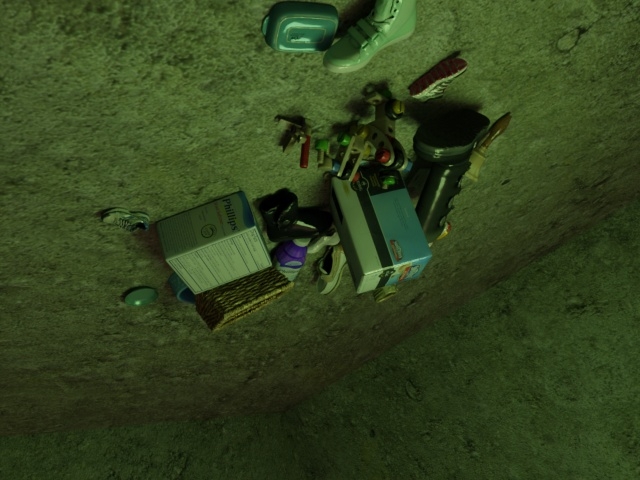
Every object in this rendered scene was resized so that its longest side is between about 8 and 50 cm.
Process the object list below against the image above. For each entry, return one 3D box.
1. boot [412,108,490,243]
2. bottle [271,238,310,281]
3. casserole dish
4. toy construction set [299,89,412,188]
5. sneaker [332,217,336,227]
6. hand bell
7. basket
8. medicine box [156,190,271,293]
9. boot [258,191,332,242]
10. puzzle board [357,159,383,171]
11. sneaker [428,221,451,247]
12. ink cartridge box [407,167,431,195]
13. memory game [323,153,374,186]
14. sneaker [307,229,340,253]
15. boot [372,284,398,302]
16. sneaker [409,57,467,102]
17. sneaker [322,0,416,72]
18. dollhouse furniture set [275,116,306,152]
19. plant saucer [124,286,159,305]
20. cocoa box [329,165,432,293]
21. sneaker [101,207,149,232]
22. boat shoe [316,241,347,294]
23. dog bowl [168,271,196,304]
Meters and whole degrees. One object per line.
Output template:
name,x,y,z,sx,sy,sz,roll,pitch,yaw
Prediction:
boot,0.364,-0.173,1.585,0.367,0.146,0.445,-26,146,-40
bottle,-0.118,0.069,1.856,0.118,0.092,0.283,2,142,-28
casserole dish,-0.038,-0.472,1.092,0.188,0.037,0.114,-8,147,-24
toy construction set,0.103,-0.302,1.365,0.308,0.237,0.257,6,173,-15
sneaker,0.122,-0.087,1.813,0.185,0.069,0.084,-4,137,-41
hand bell,0.586,-0.339,1.711,0.126,0.126,0.242,10,125,-45
basket,-0.274,0.221,1.750,0.299,0.223,0.214,-24,137,-36
medicine box,-0.330,0.015,1.560,0.289,0.149,0.263,-21,151,-5
boot,-0.076,-0.086,1.630,0.246,0.094,0.207,-13,153,-6
puzzle board,0.156,-0.228,1.628,0.128,0.011,0.096,2,141,-38
sneaker,0.464,-0.026,2.151,0.092,0.088,0.225,26,127,-29
ink cartridge box,0.429,-0.215,1.818,0.181,0.062,0.104,-5,145,-29
memory game,0.096,-0.231,1.605,0.186,0.012,0.186,-18,149,-11
sneaker,0.000,0.000,1.882,0.152,0.054,0.061,-23,138,-9
boot,0.303,0.136,2.155,0.262,0.203,0.095,-40,147,27
sneaker,0.338,-0.448,1.375,0.170,0.063,0.075,-30,150,21
sneaker,0.108,-0.491,1.088,0.256,0.094,0.151,-34,157,-11
dollhouse furniture set,-0.100,-0.279,1.330,0.081,0.091,0.114,13,140,-25
plant saucer,-0.649,0.199,1.762,0.119,0.021,0.119,-17,150,-10
cocoa box,0.186,-0.038,1.603,0.227,0.347,0.231,-15,160,-7
sneaker,-0.551,-0.054,1.382,0.135,0.058,0.052,3,141,-38
boat shoe,0.036,0.115,2.039,0.103,0.113,0.302,-1,133,-32
dog bowl,-0.432,0.181,1.837,0.166,0.074,0.297,-35,150,18
